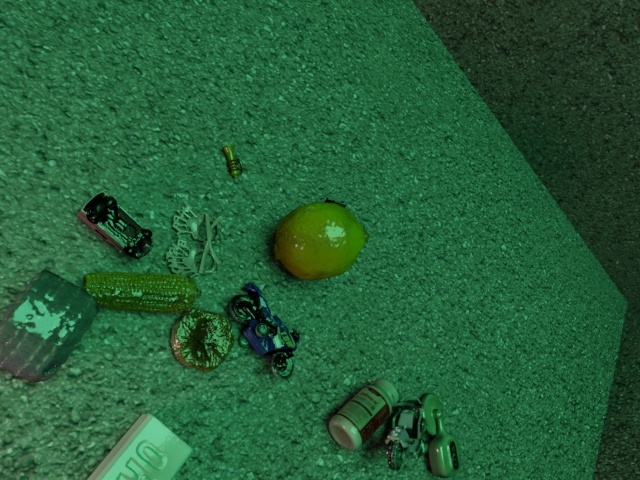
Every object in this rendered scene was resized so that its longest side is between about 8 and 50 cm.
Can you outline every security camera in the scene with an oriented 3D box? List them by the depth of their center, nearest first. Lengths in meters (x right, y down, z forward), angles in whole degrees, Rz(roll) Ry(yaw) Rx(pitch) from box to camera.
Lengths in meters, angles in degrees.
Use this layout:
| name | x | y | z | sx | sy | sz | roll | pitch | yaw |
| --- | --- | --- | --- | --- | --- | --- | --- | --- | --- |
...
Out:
| name | x | y | z | sx | sy | sz | roll | pitch | yaw |
| --- | --- | --- | --- | --- | --- | --- | --- | --- | --- |
| security camera | 0.457 | 0.734 | 1.800 | 0.157 | 0.080 | 0.302 | 3 | 72 | -47 |

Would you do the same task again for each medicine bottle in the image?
| name | x | y | z | sx | sy | sz | roll | pitch | yaw |
| --- | --- | --- | --- | --- | --- | --- | --- | --- | --- |
| medicine bottle | 0.150 | 0.582 | 1.604 | 0.250 | 0.131 | 0.131 | -32 | 95 | -37 |

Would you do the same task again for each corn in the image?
| name | x | y | z | sx | sy | sz | roll | pitch | yaw |
| --- | --- | --- | --- | --- | --- | --- | --- | --- | --- |
| corn | -0.487 | 0.144 | 1.305 | 0.317 | 0.115 | 0.115 | 6 | 72 | -28 |

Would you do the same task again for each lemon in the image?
| name | x | y | z | sx | sy | sz | roll | pitch | yaw |
| --- | --- | --- | --- | --- | --- | --- | --- | --- | --- |
| lemon | 0.000 | 0.000 | 1.587 | 0.321 | 0.268 | 0.268 | -7 | 78 | -10 |

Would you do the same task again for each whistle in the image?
| name | x | y | z | sx | sy | sz | roll | pitch | yaw |
| --- | --- | --- | --- | --- | --- | --- | --- | --- | --- |
| whistle | -0.299 | -0.269 | 1.624 | 0.046 | 0.057 | 0.109 | -15 | 94 | 7 |

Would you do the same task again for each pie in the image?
| name | x | y | z | sx | sy | sz | roll | pitch | yaw |
| --- | --- | --- | --- | --- | --- | --- | --- | --- | --- |
| pie | -0.344 | 0.294 | 1.397 | 0.195 | 0.046 | 0.195 | 11 | 71 | -33 |

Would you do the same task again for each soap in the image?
| name | x | y | z | sx | sy | sz | roll | pitch | yaw |
| --- | --- | --- | --- | --- | --- | --- | --- | --- | --- |
| soap | -0.470 | 0.592 | 1.184 | 0.160 | 0.087 | 0.265 | 48 | 54 | -14 |

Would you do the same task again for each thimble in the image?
| name | x | y | z | sx | sy | sz | roll | pitch | yaw |
| --- | --- | --- | --- | --- | --- | --- | --- | --- | --- |
| thimble | -0.646 | 0.201 | 1.110 | 0.172 | 0.205 | 0.236 | 38 | 61 | -23 |

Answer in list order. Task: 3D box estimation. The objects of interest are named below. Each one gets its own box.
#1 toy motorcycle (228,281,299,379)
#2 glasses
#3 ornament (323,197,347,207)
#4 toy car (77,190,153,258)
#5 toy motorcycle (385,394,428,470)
| name | x | y | z | sx | sy | sz | roll | pitch | yaw |
| --- | --- | --- | --- | --- | --- | --- | --- | --- | --- |
| toy motorcycle | -0.162 | 0.279 | 1.497 | 0.315 | 0.113 | 0.169 | 55 | 42 | 2 |
| glasses | -0.377 | 0.005 | 1.439 | 0.162 | 0.095 | 0.255 | 10 | 67 | -24 |
| ornament | 0.019 | -0.054 | 1.753 | 0.081 | 0.088 | 0.203 | 24 | 73 | -6 |
| toy car | -0.564 | -0.032 | 1.311 | 0.210 | 0.108 | 0.089 | 46 | 52 | -20 |
| toy motorcycle | 0.292 | 0.653 | 1.644 | 0.327 | 0.143 | 0.188 | 4 | 85 | -63 |
